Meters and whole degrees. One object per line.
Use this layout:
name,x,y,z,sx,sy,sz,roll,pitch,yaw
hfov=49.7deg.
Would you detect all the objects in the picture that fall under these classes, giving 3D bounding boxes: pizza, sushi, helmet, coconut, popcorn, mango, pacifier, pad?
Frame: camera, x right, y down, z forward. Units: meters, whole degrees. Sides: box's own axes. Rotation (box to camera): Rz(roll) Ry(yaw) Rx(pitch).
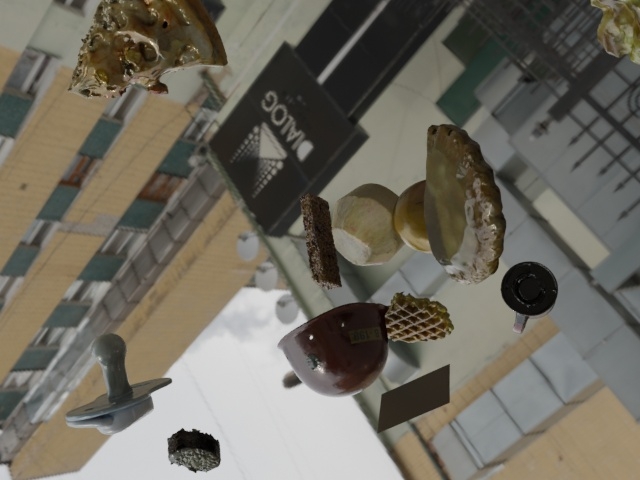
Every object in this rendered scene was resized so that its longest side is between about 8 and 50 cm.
pizza,-0.327,-0.343,1.227,0.071,0.296,0.189,-95,-11,-61
sushi,-0.331,0.553,1.824,0.150,0.091,0.078,27,-157,-31
helmet,0.077,0.357,2.115,0.384,0.337,0.230,0,-121,-41
coconut,0.165,-0.053,2.131,0.259,0.259,0.259,34,-155,-19
popcorn,0.560,-0.412,1.155,0.251,0.237,0.206,0,-140,-6
mango,0.299,-0.060,1.865,0.211,0.173,0.317,9,-155,8
pacifier,-0.492,0.331,1.636,0.287,0.238,0.226,-6,-96,-73
pad,0.207,0.351,1.535,0.004,0.190,0.127,50,-153,-18

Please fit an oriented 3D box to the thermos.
thermos,0.464,0.130,1.519,0.330,0.109,0.137,24,-125,-71

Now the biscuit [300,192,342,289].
biscuit,0.000,0.000,1.379,0.064,0.034,0.199,17,-124,-47

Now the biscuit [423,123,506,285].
biscuit,0.268,-0.078,1.371,0.078,0.329,0.335,-10,-118,-10

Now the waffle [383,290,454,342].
waffle,0.293,0.263,2.300,0.281,0.300,0.058,47,-136,-38
